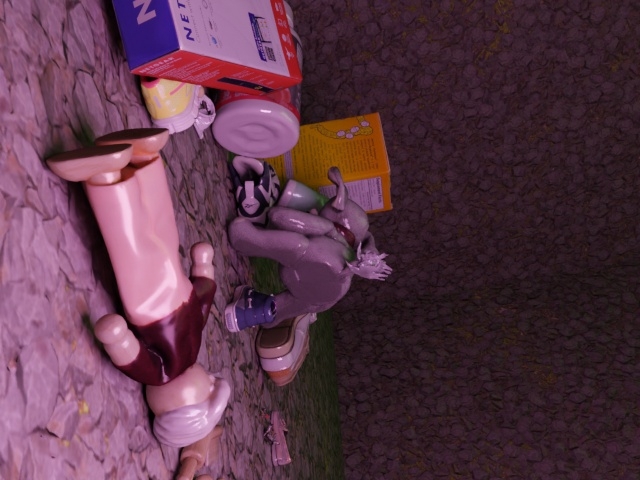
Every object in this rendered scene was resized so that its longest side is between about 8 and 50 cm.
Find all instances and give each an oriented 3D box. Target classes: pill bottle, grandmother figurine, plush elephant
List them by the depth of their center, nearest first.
[{"bbox_3d":[-0.167,0.062,0.660,0.208,0.104,0.343,-39,127,-54],"label":"grandmother figurine"},{"bbox_3d":[-0.125,-0.347,1.322,0.176,0.176,0.319,73,16,-64],"label":"pill bottle"},{"bbox_3d":[0.000,0.000,1.347,0.255,0.329,0.272,-70,147,-53],"label":"plush elephant"}]

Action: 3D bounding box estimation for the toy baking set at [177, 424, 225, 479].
[{"bbox_3d":[-0.140,0.333,0.807,0.256,0.030,0.197,-84,164,-76],"label":"toy baking set"}]

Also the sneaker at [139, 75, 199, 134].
[{"bbox_3d":[-0.208,-0.247,0.884,0.094,0.081,0.209,65,13,-50],"label":"sneaker"}]

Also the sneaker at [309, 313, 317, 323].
[{"bbox_3d":[-0.065,0.196,1.802,0.229,0.092,0.087,59,24,-77],"label":"sneaker"}]

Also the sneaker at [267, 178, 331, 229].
[{"bbox_3d":[-0.055,-0.036,1.552,0.256,0.151,0.094,127,-17,-54],"label":"sneaker"}]

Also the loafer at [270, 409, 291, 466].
[{"bbox_3d":[-0.083,0.421,1.361,0.045,0.039,0.125,75,7,-47],"label":"loafer"}]

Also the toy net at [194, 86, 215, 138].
[{"bbox_3d":[-0.216,-0.289,1.091,0.122,0.045,0.232,-91,171,-70],"label":"toy net"}]

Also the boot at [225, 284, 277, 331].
[{"bbox_3d":[-0.120,0.125,1.203,0.190,0.086,0.069,-82,162,-77],"label":"boot"}]

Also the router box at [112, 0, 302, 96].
[{"bbox_3d":[-0.164,-0.378,0.858,0.301,0.082,0.336,-16,92,-64],"label":"router box"}]

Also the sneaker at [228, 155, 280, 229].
[{"bbox_3d":[-0.146,-0.149,1.418,0.235,0.094,0.153,-80,171,-49],"label":"sneaker"}]

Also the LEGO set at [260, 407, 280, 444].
[{"bbox_3d":[-0.108,0.381,1.289,0.054,0.023,0.083,53,14,-86],"label":"LEGO set"}]

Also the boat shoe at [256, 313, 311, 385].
[{"bbox_3d":[-0.080,0.221,1.464,0.302,0.113,0.103,-59,142,-68],"label":"boat shoe"}]

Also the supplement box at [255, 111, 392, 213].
[{"bbox_3d":[-0.001,-0.179,1.686,0.194,0.356,0.195,74,7,-62],"label":"supplement box"}]
